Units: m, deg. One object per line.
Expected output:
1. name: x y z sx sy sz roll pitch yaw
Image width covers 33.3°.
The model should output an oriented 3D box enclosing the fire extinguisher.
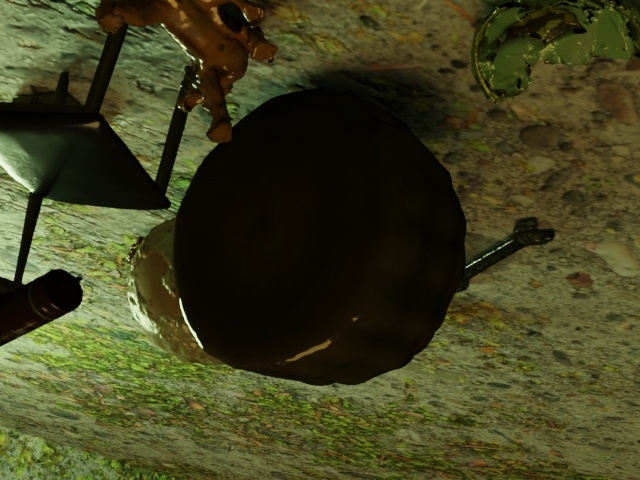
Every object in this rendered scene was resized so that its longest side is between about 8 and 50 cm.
1. fire extinguisher: -0.286 0.070 0.996 0.158 0.064 0.043 -24 100 35

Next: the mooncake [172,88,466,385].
1. mooncake: 0.000 0.000 1.067 0.290 0.290 0.161 -5 161 34

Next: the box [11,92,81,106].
1. box: -0.301 -0.132 1.211 0.079 0.035 0.083 -1 153 28

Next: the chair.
1. chair: -0.240 -0.082 0.998 0.166 0.272 0.188 5 157 17

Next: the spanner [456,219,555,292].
1. spanner: 0.213 0.023 1.348 0.054 0.015 0.254 19 156 -15

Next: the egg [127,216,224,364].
1. egg: -0.137 0.064 1.378 0.203 0.203 0.245 -6 158 36

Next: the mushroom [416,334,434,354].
1. mushroom: 0.124 0.139 1.589 0.088 0.072 0.129 -16 162 -11

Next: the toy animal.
1. toy animal: -0.127 -0.200 0.925 0.116 0.114 0.255 49 -179 43

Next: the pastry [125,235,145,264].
1. pastry: -0.224 0.038 1.542 0.087 0.063 0.169 -3 149 11

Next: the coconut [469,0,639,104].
1. coconut: 0.193 -0.168 0.866 0.158 0.055 0.133 -3 151 28
